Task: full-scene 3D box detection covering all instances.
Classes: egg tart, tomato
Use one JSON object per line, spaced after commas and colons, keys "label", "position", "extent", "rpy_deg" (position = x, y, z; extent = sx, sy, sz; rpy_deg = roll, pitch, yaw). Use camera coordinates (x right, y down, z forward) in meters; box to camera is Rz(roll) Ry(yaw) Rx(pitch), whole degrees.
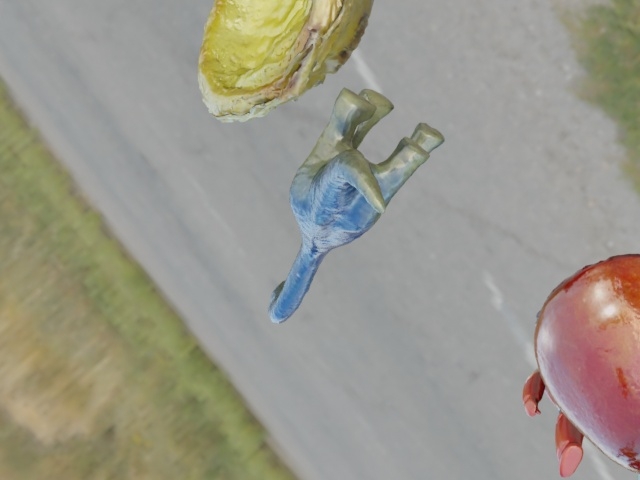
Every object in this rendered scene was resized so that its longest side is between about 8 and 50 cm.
{"label": "egg tart", "position": [-0.021, -0.227, 1.428], "extent": [0.095, 0.279, 0.279], "rpy_deg": [26, 177, -27]}
{"label": "tomato", "position": [0.291, 0.120, 1.213], "extent": [0.233, 0.139, 0.200], "rpy_deg": [7, 143, 0]}

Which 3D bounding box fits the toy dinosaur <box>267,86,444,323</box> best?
{"label": "toy dinosaur", "position": [0.000, 0.000, 0.921], "extent": [0.075, 0.188, 0.247], "rpy_deg": [31, -167, -2]}

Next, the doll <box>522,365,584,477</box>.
{"label": "doll", "position": [0.373, 0.227, 2.083], "extent": [0.188, 0.099, 0.384], "rpy_deg": [16, -157, -7]}

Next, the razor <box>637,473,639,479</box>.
{"label": "razor", "position": [0.315, 0.251, 1.416], "extent": [0.084, 0.036, 0.211], "rpy_deg": [4, 109, 32]}
